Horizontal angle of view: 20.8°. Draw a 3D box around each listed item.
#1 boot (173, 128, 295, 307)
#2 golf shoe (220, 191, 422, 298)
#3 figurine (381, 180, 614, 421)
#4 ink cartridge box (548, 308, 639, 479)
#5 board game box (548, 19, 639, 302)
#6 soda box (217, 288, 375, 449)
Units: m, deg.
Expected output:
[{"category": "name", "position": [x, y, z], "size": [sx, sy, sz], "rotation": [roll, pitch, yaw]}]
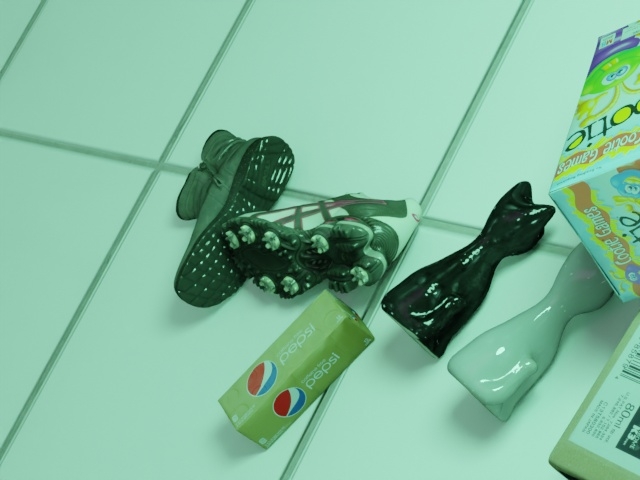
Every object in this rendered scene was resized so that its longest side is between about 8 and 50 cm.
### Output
[{"category": "boot", "position": [-0.134, -0.027, 2.195], "size": [0.161, 0.083, 0.246], "rotation": [5, 63, 57]}, {"category": "golf shoe", "position": [0.000, 0.000, 2.032], "size": [0.273, 0.105, 0.120], "rotation": [3, 32, 46]}, {"category": "figurine", "position": [0.197, 0.055, 1.805], "size": [0.209, 0.092, 0.215], "rotation": [-47, 41, 0]}, {"category": "ink cartridge box", "position": [0.349, 0.153, 1.582], "size": [0.193, 0.088, 0.234], "rotation": [22, 77, 50]}, {"category": "board game box", "position": [0.336, -0.095, 1.662], "size": [0.142, 0.144, 0.275], "rotation": [-22, 27, 33]}, {"category": "soda box", "position": [-0.027, 0.145, 1.964], "size": [0.181, 0.058, 0.061], "rotation": [-47, 40, 7]}]
